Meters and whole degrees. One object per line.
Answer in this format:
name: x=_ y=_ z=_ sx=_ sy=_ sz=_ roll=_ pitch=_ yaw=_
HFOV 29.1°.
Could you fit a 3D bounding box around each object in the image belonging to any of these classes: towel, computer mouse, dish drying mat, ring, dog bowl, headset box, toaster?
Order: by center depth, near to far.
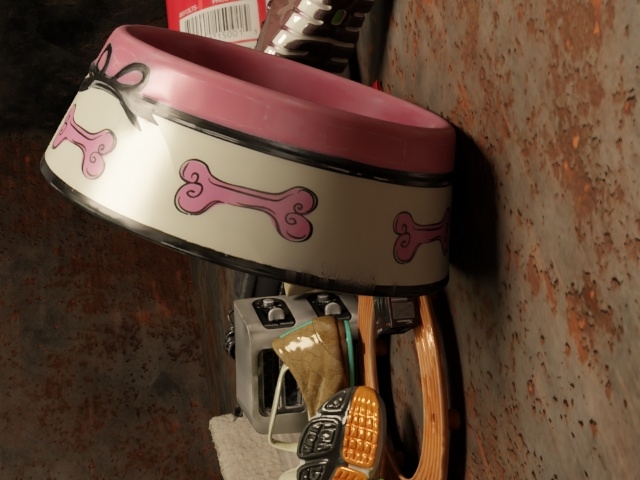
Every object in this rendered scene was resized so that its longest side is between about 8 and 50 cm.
dog bowl: x=-0.051 y=-0.089 z=1.182 sx=0.408 sy=0.408 sz=0.150 roll=-129 pitch=54 yaw=-69
headset box: x=0.076 y=0.054 z=1.289 sx=0.062 sy=0.032 sz=0.083 roll=134 pitch=130 yaw=-73
ring: x=0.096 y=0.157 z=1.382 sx=0.336 sy=0.032 sz=0.336 roll=176 pitch=90 yaw=-77
dish drying mat: x=0.062 y=-0.166 z=1.481 sx=0.083 sy=0.008 sz=0.032 roll=137 pitch=127 yaw=-74
toaster: x=-0.029 y=0.166 z=1.638 sx=0.110 sy=0.168 sz=0.185 roll=-132 pitch=41 yaw=-69
computer mouse: x=-0.054 y=0.029 z=1.731 sx=0.072 sy=0.188 sz=0.272 roll=-10 pitch=83 yaw=47
towel: x=-0.054 y=0.312 z=1.766 sx=0.282 sy=0.187 sz=0.049 roll=-122 pitch=26 yaw=-64

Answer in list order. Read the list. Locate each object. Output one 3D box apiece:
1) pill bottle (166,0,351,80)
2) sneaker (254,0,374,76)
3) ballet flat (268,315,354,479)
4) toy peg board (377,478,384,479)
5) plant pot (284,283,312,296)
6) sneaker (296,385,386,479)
pill bottle: x=-0.092 y=-0.368 z=1.605 sx=0.229 sy=0.229 sz=0.407 roll=137 pitch=128 yaw=-75
sneaker: x=-0.021 y=-0.284 z=1.415 sx=0.281 sy=0.106 sz=0.162 roll=-52 pitch=50 yaw=31
ballet flat: x=-0.001 y=0.263 z=1.559 sx=0.116 sy=0.124 sz=0.342 roll=-98 pitch=-1 yaw=-75
toy peg board: x=0.087 y=0.338 z=1.314 sx=0.161 sy=0.079 sz=0.161 roll=7 pitch=120 yaw=53
plant pot: x=0.000 y=0.000 z=1.618 sx=0.109 sy=0.096 sz=0.109 roll=105 pitch=158 yaw=-58
sneaker: x=0.031 y=0.293 z=1.440 sx=0.121 sy=0.099 sz=0.262 roll=1 pitch=-76 yaw=-62
